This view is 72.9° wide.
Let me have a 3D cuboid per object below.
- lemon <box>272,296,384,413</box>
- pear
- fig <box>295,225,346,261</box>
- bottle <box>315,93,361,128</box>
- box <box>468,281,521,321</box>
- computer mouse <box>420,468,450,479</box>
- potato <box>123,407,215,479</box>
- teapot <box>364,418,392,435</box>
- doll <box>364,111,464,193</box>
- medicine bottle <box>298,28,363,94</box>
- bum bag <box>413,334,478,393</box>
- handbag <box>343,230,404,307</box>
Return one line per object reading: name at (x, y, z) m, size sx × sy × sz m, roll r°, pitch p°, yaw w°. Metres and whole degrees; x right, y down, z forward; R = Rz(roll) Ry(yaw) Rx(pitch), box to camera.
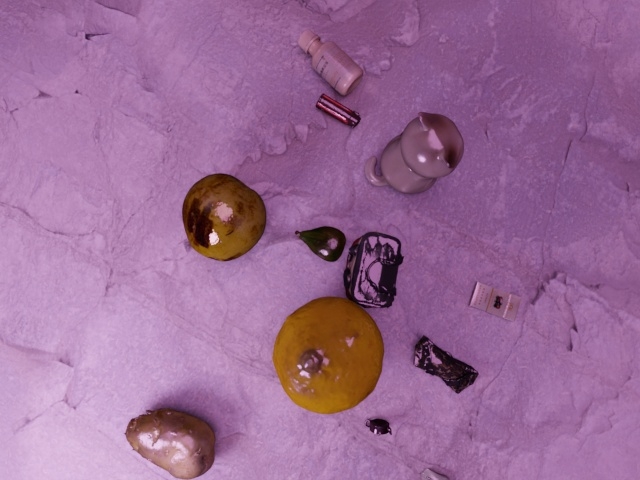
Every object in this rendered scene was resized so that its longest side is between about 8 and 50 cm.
lemon at (0.021, 0.345, 1.312) m, size 0.349 × 0.387 × 0.350 m, roll 0°, pitch 89°, yaw 16°
pear at (-0.311, -0.072, 1.389) m, size 0.283 × 0.283 × 0.284 m, roll 0°, pitch 84°, yaw -3°
fig at (0.000, 0.000, 1.480) m, size 0.177 × 0.117 × 0.117 m, roll 19°, pitch 84°, yaw 16°
bottle at (0.067, -0.461, 1.545) m, size 0.164 × 0.060 × 0.060 m, roll 31°, pitch 84°, yaw 0°
box at (0.612, 0.215, 1.520) m, size 0.166 × 0.024 × 0.090 m, roll 20°, pitch 83°, yaw 0°
computer mouse at (0.385, 0.805, 1.447) m, size 0.110 × 0.032 × 0.056 m, roll 25°, pitch 83°, yaw 0°
potato at (-0.470, 0.632, 1.373) m, size 0.296 × 0.141 × 0.192 m, roll 20°, pitch 100°, yaw -2°
teapot at (0.192, 0.624, 1.441) m, size 0.100 × 0.067 × 0.045 m, roll 1°, pitch 85°, yaw 33°
doll at (0.326, -0.277, 1.415) m, size 0.225 × 0.370 × 0.215 m, roll -22°, pitch 87°, yaw -23°
medicine bottle at (0.030, -0.637, 1.532) m, size 0.252 × 0.114 × 0.114 m, roll 45°, pitch 84°, yaw 2°
bum bag at (0.417, 0.427, 1.468) m, size 0.248 × 0.069 × 0.102 m, roll 35°, pitch 108°, yaw -1°
handbag at (0.167, 0.096, 1.432) m, size 0.181 × 0.181 × 0.255 m, roll 11°, pitch 83°, yaw -2°
